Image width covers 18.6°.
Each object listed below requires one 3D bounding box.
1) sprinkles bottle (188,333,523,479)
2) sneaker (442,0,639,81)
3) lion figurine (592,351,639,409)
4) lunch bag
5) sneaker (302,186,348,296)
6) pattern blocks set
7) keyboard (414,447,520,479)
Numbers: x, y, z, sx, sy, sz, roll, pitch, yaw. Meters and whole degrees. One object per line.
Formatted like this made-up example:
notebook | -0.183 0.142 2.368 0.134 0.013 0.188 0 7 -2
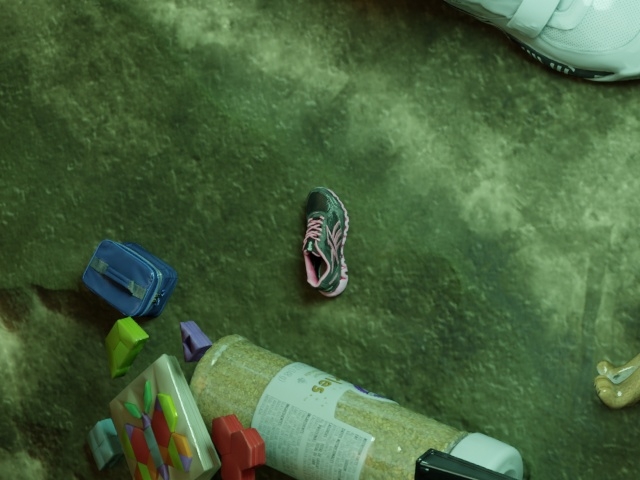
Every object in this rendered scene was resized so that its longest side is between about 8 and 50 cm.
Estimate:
sprinkles bottle | 0.031 0.210 2.036 0.355 0.121 0.121 20 97 27
sneaker | 0.177 -0.268 1.935 0.366 0.210 0.137 30 101 25
lion figurine | 0.413 0.151 1.850 0.240 0.142 0.392 -34 87 14
lunch bag | -0.215 0.046 2.204 0.098 0.065 0.067 31 102 26
sneaker | 0.000 0.000 2.100 0.047 0.057 0.119 -10 81 29
pattern blocks set | -0.169 0.215 2.095 0.285 0.026 0.325 60 143 28
keyboard | 0.110 0.333 1.945 0.201 0.033 0.317 15 127 17
